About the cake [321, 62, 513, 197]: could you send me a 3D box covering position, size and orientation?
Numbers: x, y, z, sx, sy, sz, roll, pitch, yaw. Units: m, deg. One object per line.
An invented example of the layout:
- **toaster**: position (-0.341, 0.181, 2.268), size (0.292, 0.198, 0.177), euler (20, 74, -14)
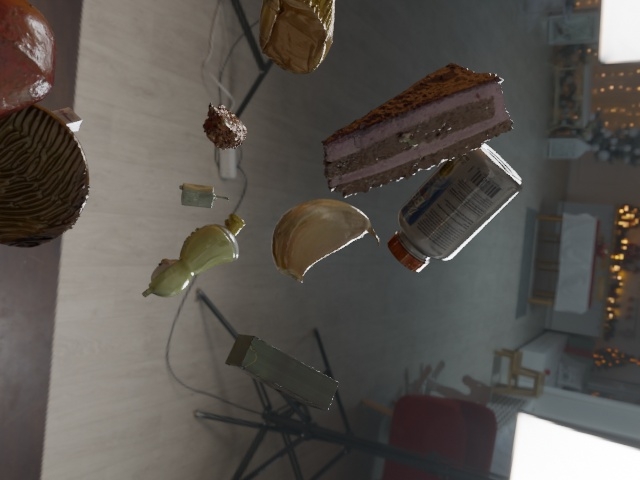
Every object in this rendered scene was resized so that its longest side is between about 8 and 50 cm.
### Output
- **cake**: position (0.133, -0.168, 0.885), size (0.295, 0.113, 0.116), euler (-26, 133, -8)

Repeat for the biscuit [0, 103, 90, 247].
- **biscuit**: position (-0.639, -0.138, 1.222), size (0.040, 0.318, 0.318), euler (-80, 168, -76)

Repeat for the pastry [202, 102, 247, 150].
- **pastry**: position (-0.188, -0.212, 1.130), size (0.087, 0.063, 0.169), euler (51, 10, -5)

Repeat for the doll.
- **doll**: position (-0.308, 0.041, 1.421), size (0.296, 0.141, 0.117), euler (-32, 95, -29)

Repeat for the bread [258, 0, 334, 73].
- **bread**: position (-0.048, -0.576, 1.511), size (0.288, 0.204, 0.156), euler (101, 15, -70)

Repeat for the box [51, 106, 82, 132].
- **box**: position (-0.589, -0.255, 1.287), size (0.117, 0.050, 0.036), euler (-35, 164, -50)

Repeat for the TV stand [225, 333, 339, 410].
- **TV stand**: position (-0.091, 0.321, 1.417), size (0.269, 0.088, 0.083), euler (35, 69, -25)

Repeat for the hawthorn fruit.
- **hawthorn fruit**: position (-0.610, -0.344, 0.992), size (0.300, 0.254, 0.254), euler (58, 44, -71)

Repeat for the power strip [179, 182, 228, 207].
- **power strip**: position (-0.412, -0.155, 2.069), size (0.042, 0.175, 0.075), euler (-97, -163, -48)

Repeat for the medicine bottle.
- **medicine bottle**: position (0.269, -0.064, 1.232), size (0.289, 0.157, 0.157), euler (-48, 159, 24)

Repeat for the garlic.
- **garlic**: position (-0.002, -0.014, 1.310), size (0.245, 0.145, 0.164), euler (-24, 79, -15)
